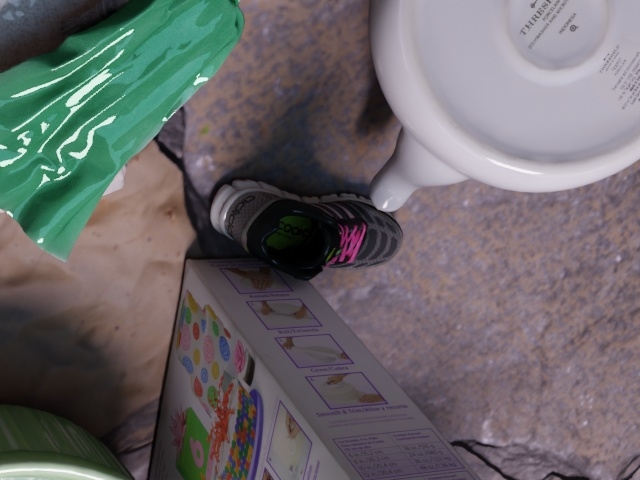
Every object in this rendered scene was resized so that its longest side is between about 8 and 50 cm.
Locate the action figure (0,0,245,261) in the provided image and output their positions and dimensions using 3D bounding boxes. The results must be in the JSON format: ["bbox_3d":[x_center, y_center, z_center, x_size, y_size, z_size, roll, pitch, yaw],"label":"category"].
[{"bbox_3d":[-0.129,-0.109,0.921,0.232,0.063,0.137,-42,130,3],"label":"action figure"}]

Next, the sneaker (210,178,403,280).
[{"bbox_3d":[0.000,0.000,1.110,0.170,0.075,0.063,12,112,-34],"label":"sneaker"}]

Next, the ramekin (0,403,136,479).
[{"bbox_3d":[-0.245,0.269,1.063,0.303,0.148,0.303,-8,110,-21],"label":"ramekin"}]

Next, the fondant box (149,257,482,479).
[{"bbox_3d":[-0.016,0.191,1.054,0.096,0.330,0.238,-4,120,-29],"label":"fondant box"}]

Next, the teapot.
[{"bbox_3d":[0.148,-0.160,1.032,0.256,0.187,0.253,-11,97,-4],"label":"teapot"}]

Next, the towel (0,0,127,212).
[{"bbox_3d":[-0.255,-0.102,0.922,0.282,0.049,0.187,-9,123,-25],"label":"towel"}]
